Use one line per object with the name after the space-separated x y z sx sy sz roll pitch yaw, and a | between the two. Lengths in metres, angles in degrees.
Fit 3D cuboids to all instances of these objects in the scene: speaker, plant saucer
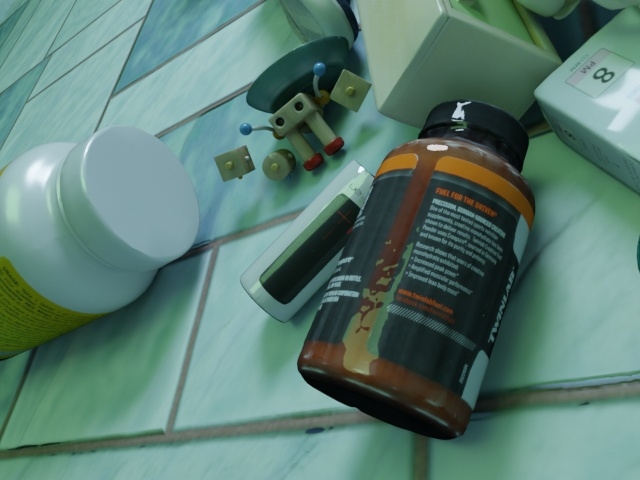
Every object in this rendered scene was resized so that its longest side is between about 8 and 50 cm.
0.000 0.000 0.492 0.136 0.055 0.055 -45 39 5 | speaker
-0.018 -0.161 0.616 0.119 0.119 0.021 -32 84 22 | plant saucer

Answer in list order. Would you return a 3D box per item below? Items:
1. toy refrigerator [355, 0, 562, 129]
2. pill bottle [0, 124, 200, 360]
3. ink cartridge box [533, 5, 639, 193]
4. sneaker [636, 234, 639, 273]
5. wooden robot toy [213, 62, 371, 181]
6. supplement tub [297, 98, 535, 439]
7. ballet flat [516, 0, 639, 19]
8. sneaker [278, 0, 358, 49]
0.096 -0.206 0.502 0.094 0.102 0.269 124 152 -42 | toy refrigerator
-0.298 0.009 0.665 0.334 0.188 0.188 -22 46 30 | pill bottle
0.257 -0.086 0.315 0.189 0.066 0.232 -42 35 9 | ink cartridge box
0.245 0.013 0.177 0.302 0.121 0.108 16 78 45 | sneaker
-0.019 -0.110 0.608 0.173 0.076 0.079 -34 6 19 | wooden robot toy
0.068 0.011 0.377 0.106 0.106 0.198 5 64 46 | supplement tub
0.173 -0.199 0.381 0.316 0.107 0.106 -140 65 -66 | ballet flat
-0.003 -0.346 0.719 0.148 0.131 0.350 -30 48 4 | sneaker
